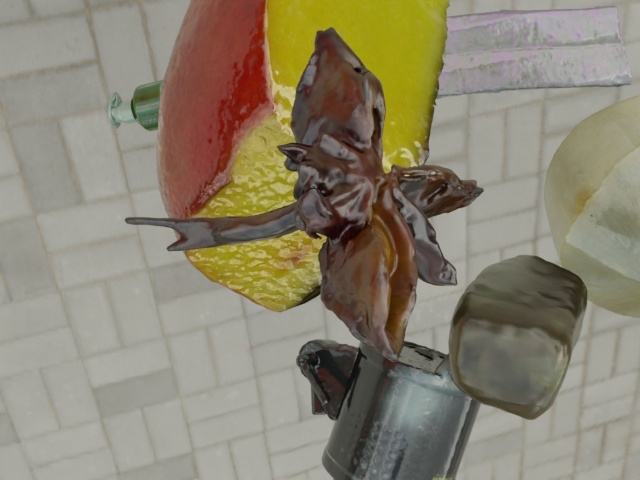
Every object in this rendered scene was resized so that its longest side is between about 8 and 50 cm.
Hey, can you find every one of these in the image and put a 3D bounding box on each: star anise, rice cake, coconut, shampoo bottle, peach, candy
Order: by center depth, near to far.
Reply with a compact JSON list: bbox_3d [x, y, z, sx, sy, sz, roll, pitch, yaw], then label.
[{"bbox_3d":[-0.005,-0.009,0.449,0.140,0.158,0.144,44,133,-19],"label":"star anise"},{"bbox_3d":[0.192,0.083,0.787,0.104,0.234,0.102,16,109,19],"label":"candy"},{"bbox_3d":[-0.035,-0.131,0.804,0.242,0.306,0.380,15,76,-24],"label":"peach"},{"bbox_3d":[-0.174,-0.178,1.034,0.204,0.065,0.065,-10,127,17],"label":"shampoo bottle"},{"bbox_3d":[0.234,-0.236,1.042,0.298,0.050,0.106,-4,97,4],"label":"rice cake"},{"bbox_3d":[0.467,-0.043,1.144,0.323,0.323,0.323,-8,122,-13],"label":"coconut"}]

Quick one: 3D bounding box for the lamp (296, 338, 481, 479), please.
[{"bbox_3d":[0.134,0.281,1.243,0.205,0.374,0.272,9,81,-58],"label":"lamp"}]
